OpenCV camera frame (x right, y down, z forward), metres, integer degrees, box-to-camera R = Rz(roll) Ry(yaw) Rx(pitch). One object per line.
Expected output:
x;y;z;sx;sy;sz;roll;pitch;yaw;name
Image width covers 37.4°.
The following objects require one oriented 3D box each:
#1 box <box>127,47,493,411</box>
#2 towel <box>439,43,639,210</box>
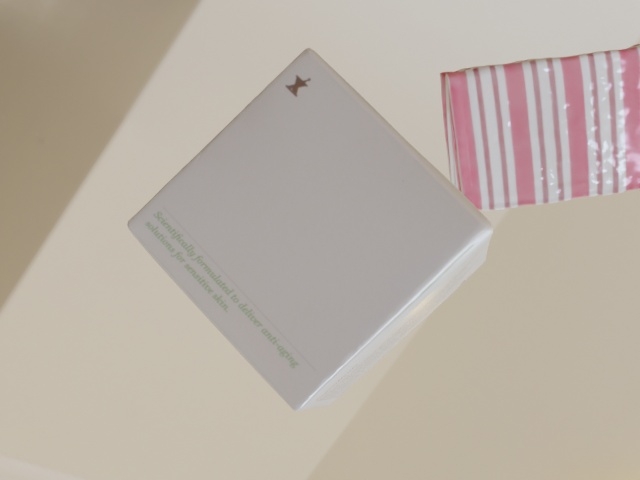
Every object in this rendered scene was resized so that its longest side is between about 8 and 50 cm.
0.000;0.000;0.386;0.101;0.102;0.087;46;179;11;box
0.218;-0.107;0.907;0.197;0.144;0.029;-7;-156;7;towel
